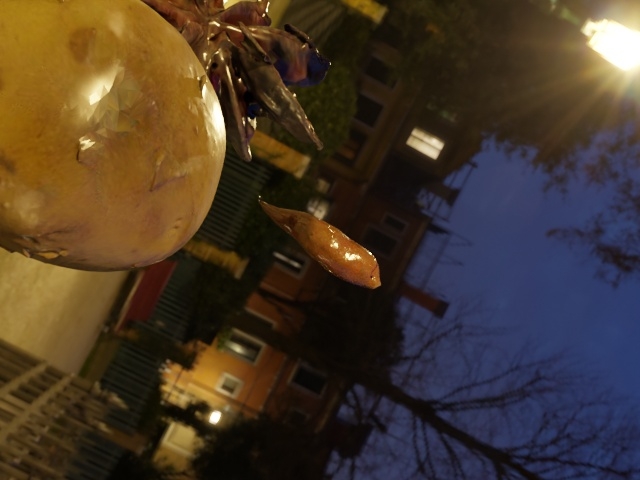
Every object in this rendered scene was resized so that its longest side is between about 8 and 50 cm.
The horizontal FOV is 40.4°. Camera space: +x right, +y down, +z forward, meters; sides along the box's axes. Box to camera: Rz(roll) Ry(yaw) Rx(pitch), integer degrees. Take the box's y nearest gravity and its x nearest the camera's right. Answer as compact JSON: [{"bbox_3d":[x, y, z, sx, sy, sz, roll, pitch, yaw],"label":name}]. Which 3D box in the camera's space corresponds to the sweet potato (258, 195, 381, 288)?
[{"bbox_3d":[0.000,0.000,1.098,0.056,0.194,0.056,-52,-172,10],"label":"sweet potato"}]

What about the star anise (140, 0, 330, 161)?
[{"bbox_3d":[-0.114,-0.161,0.723,0.129,0.282,0.213,-28,-115,38],"label":"star anise"}]

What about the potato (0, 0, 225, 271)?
[{"bbox_3d":[-0.117,-0.054,0.427,0.137,0.175,0.137,-19,-117,42],"label":"potato"}]
